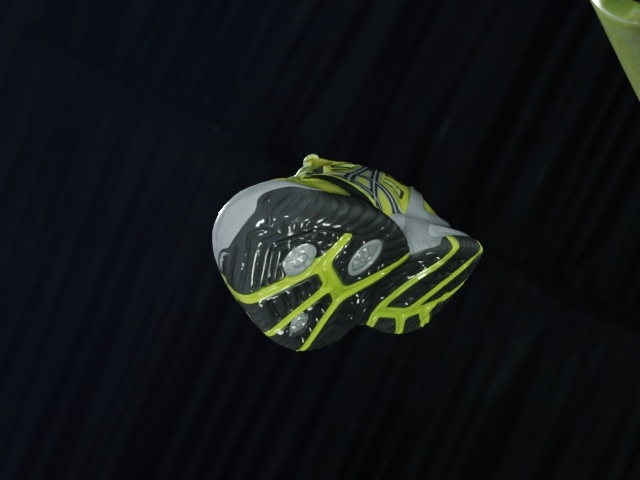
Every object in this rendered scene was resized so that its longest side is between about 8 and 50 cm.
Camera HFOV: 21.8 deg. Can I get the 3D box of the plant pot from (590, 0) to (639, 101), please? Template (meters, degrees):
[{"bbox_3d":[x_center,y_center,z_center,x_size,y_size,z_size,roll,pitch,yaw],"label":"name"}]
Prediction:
[{"bbox_3d":[0.279,-0.090,0.877,0.254,0.276,0.276,48,172,-30],"label":"plant pot"}]

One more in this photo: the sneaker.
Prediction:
[{"bbox_3d":[0.000,0.000,1.452,0.147,0.145,0.385,43,-168,23],"label":"sneaker"}]
